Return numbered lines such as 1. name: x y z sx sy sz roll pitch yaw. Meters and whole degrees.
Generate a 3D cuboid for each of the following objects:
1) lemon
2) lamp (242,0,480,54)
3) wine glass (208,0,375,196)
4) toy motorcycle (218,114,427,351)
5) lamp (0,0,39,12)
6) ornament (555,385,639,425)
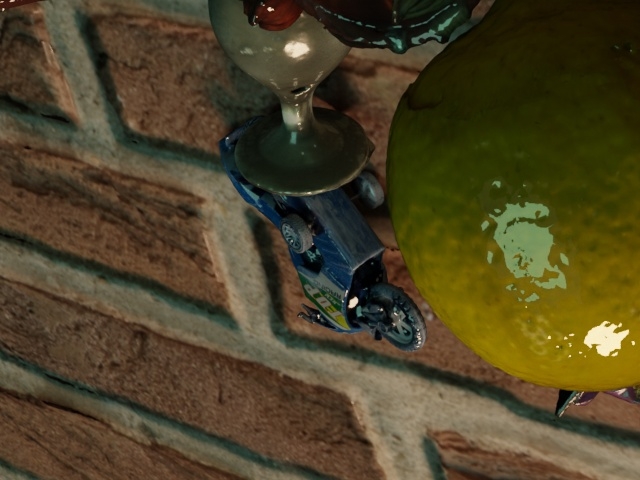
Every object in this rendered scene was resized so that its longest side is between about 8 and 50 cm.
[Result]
1. lemon: 0.179 -0.035 1.300 0.293 0.293 0.293 27 140 25
2. lamp: 0.029 -0.234 1.315 0.223 0.215 0.151 2 168 10
3. wine glass: -0.024 -0.158 1.510 0.126 0.126 0.241 23 139 29
4. toy motorcycle: 0.000 0.000 1.673 0.254 0.092 0.135 54 154 3
5. lamp: -0.327 -0.300 1.598 0.265 0.233 0.233 21 139 11
6. ornament: 0.298 0.137 1.527 0.203 0.088 0.081 28 119 4
